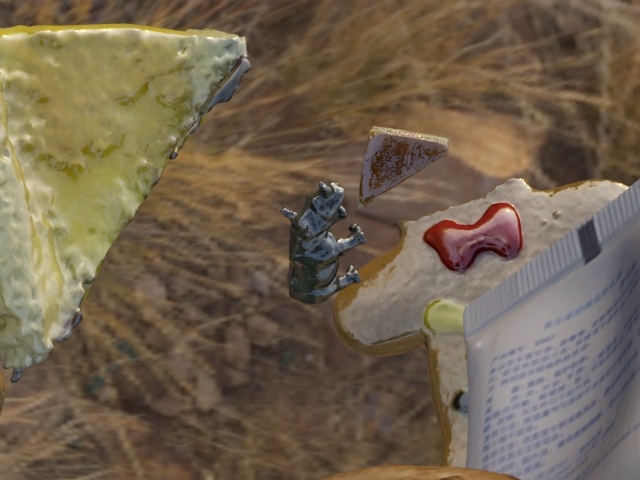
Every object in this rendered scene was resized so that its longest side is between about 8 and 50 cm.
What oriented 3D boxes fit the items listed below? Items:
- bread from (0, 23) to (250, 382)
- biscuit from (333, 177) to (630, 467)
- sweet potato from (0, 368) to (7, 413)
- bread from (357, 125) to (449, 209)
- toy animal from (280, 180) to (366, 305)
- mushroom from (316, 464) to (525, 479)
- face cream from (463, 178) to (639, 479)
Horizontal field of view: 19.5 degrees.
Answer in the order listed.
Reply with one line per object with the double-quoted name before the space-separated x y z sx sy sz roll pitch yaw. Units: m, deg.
"bread" -0.112 -0.038 0.875 0.160 0.140 0.169 -19 101 -27
"biscuit" 0.210 0.122 1.999 0.368 0.076 0.394 -17 65 5
"sweet potato" -0.344 0.117 1.790 0.067 0.059 0.281 -60 152 -34
"bread" 0.065 -0.082 1.780 0.109 0.043 0.062 -36 94 11
"toy animal" 0.000 0.000 1.490 0.065 0.136 0.047 -30 61 -23
"mushroom" 0.031 0.201 0.614 0.153 0.253 0.253 19 75 -63
"face cream" 0.153 0.124 1.107 0.137 0.235 0.420 32 38 -21
